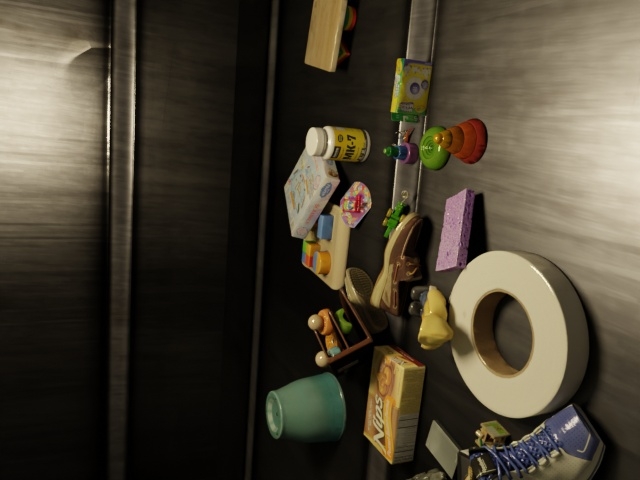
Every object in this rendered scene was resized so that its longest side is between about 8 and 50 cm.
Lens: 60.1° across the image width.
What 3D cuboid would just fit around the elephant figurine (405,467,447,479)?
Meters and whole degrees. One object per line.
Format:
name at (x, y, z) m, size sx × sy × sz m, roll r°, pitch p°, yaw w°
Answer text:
elephant figurine at (0.324, 0.767, 1.520) m, size 0.169 × 0.186 × 0.240 m, roll -27°, pitch 70°, yaw 14°

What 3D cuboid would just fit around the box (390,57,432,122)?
box at (0.269, -0.443, 1.648) m, size 0.043 × 0.105 × 0.179 m, roll -146°, pitch 58°, yaw -61°

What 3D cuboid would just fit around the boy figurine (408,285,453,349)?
boy figurine at (0.294, 0.219, 1.490) m, size 0.285 × 0.092 × 0.177 m, roll -70°, pitch -13°, yaw -75°

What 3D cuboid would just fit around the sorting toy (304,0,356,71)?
sorting toy at (0.045, -0.796, 2.140) m, size 0.255 × 0.089 × 0.257 m, roll -135°, pitch 51°, yaw -56°

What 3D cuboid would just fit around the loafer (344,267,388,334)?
loafer at (0.142, 0.213, 1.922) m, size 0.092 × 0.101 × 0.269 m, roll -58°, pitch 41°, yaw 40°

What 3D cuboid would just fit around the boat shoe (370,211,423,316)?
boat shoe at (0.260, 0.081, 1.689) m, size 0.123 × 0.123 × 0.342 m, roll 30°, pitch 116°, yaw 27°

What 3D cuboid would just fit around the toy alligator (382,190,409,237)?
toy alligator at (0.247, -0.090, 1.766) m, size 0.051 × 0.056 × 0.190 m, roll -56°, pitch -11°, yaw -53°

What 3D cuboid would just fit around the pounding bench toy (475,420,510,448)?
pounding bench toy at (0.413, 0.494, 1.372) m, size 0.052 × 0.083 × 0.065 m, roll 45°, pitch 129°, yaw 56°

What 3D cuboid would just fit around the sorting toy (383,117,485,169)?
sorting toy at (0.297, -0.268, 1.567) m, size 0.365 × 0.126 × 0.127 m, roll 4°, pitch 93°, yaw 64°

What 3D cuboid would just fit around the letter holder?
letter holder at (0.061, 0.307, 1.843) m, size 0.215 × 0.152 × 0.302 m, roll 62°, pitch 175°, yaw 22°

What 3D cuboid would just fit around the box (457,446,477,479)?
box at (0.446, 0.690, 1.321) m, size 0.293 × 0.073 × 0.296 m, roll -177°, pitch 86°, yaw -66°

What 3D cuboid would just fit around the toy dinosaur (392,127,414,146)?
toy dinosaur at (0.259, -0.305, 1.749) m, size 0.090 × 0.047 × 0.082 m, roll -2°, pitch 107°, yaw 54°

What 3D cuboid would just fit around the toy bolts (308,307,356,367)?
toy bolts at (0.027, 0.396, 2.098) m, size 0.218 × 0.158 × 0.229 m, roll 116°, pitch 145°, yaw -42°

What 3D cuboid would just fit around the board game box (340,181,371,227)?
board game box at (0.114, -0.133, 2.015) m, size 0.169 × 0.033 × 0.133 m, roll -51°, pitch 50°, yaw 35°

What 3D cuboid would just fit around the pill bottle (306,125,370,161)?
pill bottle at (0.062, -0.343, 1.966) m, size 0.119 × 0.208 × 0.119 m, roll 180°, pitch 90°, yaw -65°

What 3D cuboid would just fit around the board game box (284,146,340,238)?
board game box at (-0.043, -0.227, 2.245) m, size 0.318 × 0.065 × 0.319 m, roll -57°, pitch 30°, yaw 36°

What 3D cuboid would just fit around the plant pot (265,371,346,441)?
plant pot at (-0.072, 0.674, 2.200) m, size 0.271 × 0.255 × 0.272 m, roll -179°, pitch 90°, yaw -65°

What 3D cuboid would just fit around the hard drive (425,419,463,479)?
hard drive at (0.353, 0.591, 1.569) m, size 0.135 × 0.022 × 0.094 m, roll -134°, pitch 50°, yaw -56°

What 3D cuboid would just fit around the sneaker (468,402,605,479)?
sneaker at (0.420, 0.472, 1.153) m, size 0.316 × 0.182 × 0.127 m, roll -55°, pitch 28°, yaw 21°

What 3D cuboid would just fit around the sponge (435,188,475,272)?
sponge at (0.358, -0.024, 1.469) m, size 0.117 × 0.031 × 0.210 m, roll 147°, pitch 135°, yaw -74°

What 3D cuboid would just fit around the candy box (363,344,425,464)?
candy box at (0.230, 0.512, 1.752) m, size 0.183 × 0.087 × 0.317 m, roll -153°, pitch 65°, yaw -64°

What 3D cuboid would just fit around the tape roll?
tape roll at (0.449, 0.216, 1.311) m, size 0.392 × 0.071 × 0.392 m, roll 180°, pitch 90°, yaw -66°

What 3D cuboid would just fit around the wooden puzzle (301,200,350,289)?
wooden puzzle at (0.000, 0.000, 2.247) m, size 0.348 × 0.080 × 0.322 m, roll -150°, pitch 63°, yaw -61°
